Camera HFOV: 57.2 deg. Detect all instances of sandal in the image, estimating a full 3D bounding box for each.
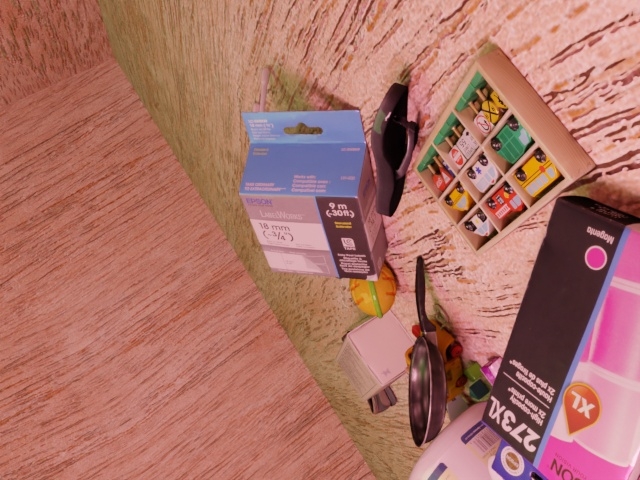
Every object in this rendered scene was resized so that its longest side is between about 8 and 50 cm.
[{"bbox_3d":[0.119,-0.131,0.873,0.055,0.097,0.254,19,152,19],"label":"sandal"}]

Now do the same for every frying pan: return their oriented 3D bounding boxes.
[{"bbox_3d":[0.193,0.217,1.098,0.197,0.053,0.326,97,177,-61],"label":"frying pan"}]

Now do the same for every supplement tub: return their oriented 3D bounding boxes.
[{"bbox_3d":[0.335,0.464,0.995,0.325,0.235,0.235,43,158,34],"label":"supplement tub"}]

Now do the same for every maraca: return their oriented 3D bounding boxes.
[{"bbox_3d":[0.110,0.086,1.274,0.185,0.099,0.127,-99,-4,-50],"label":"maraca"}]

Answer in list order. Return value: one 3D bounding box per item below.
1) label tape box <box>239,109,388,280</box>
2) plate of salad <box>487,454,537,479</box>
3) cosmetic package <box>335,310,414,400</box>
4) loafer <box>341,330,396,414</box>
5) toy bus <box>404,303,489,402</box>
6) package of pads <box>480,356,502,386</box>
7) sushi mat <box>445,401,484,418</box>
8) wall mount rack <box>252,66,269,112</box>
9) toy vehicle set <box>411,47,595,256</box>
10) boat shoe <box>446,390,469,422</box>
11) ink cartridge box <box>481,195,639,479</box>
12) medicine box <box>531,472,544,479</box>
[{"bbox_3d":[-0.019,-0.077,1.119,0.241,0.105,0.333,4,136,22],"label":"label tape box"},{"bbox_3d":[0.291,0.383,0.795,0.199,0.048,0.200,53,164,22],"label":"plate of salad"},{"bbox_3d":[0.142,0.302,1.507,0.153,0.129,0.296,56,165,15],"label":"cosmetic package"},{"bbox_3d":[0.134,0.411,1.815,0.267,0.084,0.096,57,164,4],"label":"loafer"},{"bbox_3d":[0.225,0.251,1.199,0.202,0.104,0.191,57,164,6],"label":"toy bus"},{"bbox_3d":[0.323,0.249,1.031,0.083,0.032,0.050,55,161,12],"label":"package of pads"},{"bbox_3d":[0.358,0.421,1.270,0.151,0.019,0.316,55,164,11],"label":"sushi mat"},{"bbox_3d":[-0.099,-0.200,1.338,0.304,0.130,0.350,55,164,0],"label":"wall mount rack"},{"bbox_3d":[0.208,-0.093,0.736,0.166,0.035,0.267,55,164,12],"label":"toy vehicle set"},{"bbox_3d":[0.292,0.357,1.271,0.040,0.049,0.142,62,-172,-50],"label":"boat shoe"},{"bbox_3d":[0.276,0.155,0.616,0.176,0.069,0.370,37,124,52],"label":"ink cartridge box"},{"bbox_3d":[0.388,0.317,0.740,0.289,0.149,0.263,39,155,50],"label":"medicine box"}]
